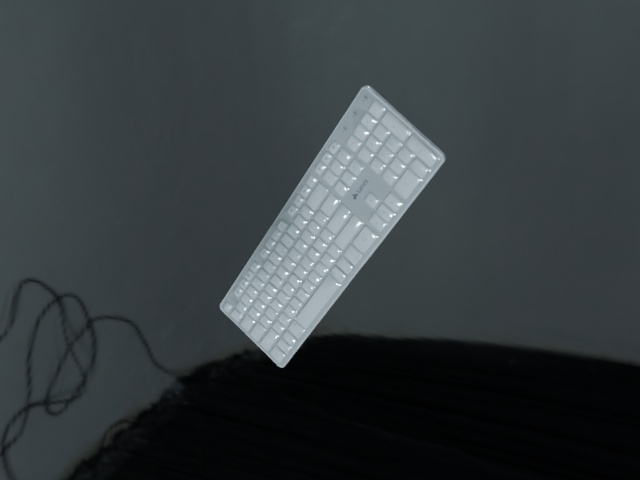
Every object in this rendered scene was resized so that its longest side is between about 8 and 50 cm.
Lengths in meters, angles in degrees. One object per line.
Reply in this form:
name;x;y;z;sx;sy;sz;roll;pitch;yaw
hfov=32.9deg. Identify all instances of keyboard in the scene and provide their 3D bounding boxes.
keyboard;0.000;0.000;0.778;0.014;0.072;0.256;-30;162;-45
